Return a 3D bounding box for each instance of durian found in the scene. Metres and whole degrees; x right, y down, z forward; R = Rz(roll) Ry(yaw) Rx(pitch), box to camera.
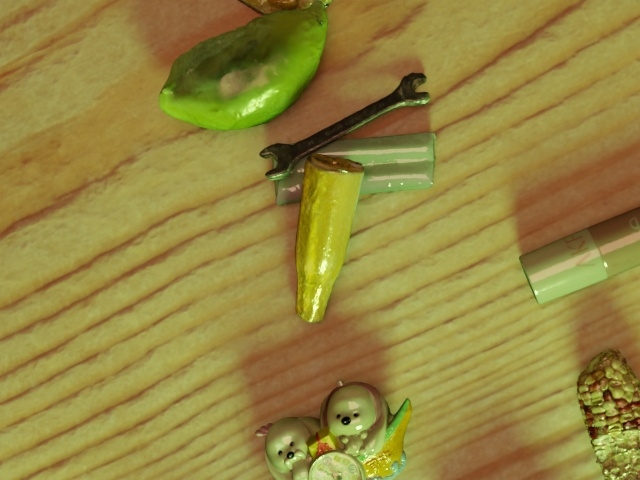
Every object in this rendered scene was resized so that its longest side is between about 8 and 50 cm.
[{"bbox_3d":[-0.096,-0.224,1.782,0.250,0.101,0.139,-21,82,10],"label":"durian"}]

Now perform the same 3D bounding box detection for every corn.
[{"bbox_3d":[0.398,0.277,1.679,0.098,0.098,0.290,-22,83,6],"label":"corn"}]

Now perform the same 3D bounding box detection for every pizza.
[{"bbox_3d":[-0.063,-0.352,1.820,0.160,0.036,0.099,37,92,9],"label":"pizza"}]

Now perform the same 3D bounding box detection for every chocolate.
[{"bbox_3d":[0.000,0.000,1.748,0.085,0.085,0.219,14,106,9],"label":"chocolate"}]

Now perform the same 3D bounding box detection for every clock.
[{"bbox_3d":[0.018,0.267,1.731,0.231,0.103,0.144,-31,91,6],"label":"clock"}]

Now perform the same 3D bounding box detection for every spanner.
[{"bbox_3d":[0.034,-0.152,1.774,0.254,0.015,0.054,-28,59,-6],"label":"spanner"}]

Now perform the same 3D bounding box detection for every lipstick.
[{"bbox_3d":[0.384,0.004,1.712,0.254,0.070,0.070,-23,83,6],"label":"lipstick"}]

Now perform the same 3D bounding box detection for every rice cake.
[{"bbox_3d":[0.045,-0.096,1.784,0.221,0.042,0.080,-5,80,8],"label":"rice cake"}]
